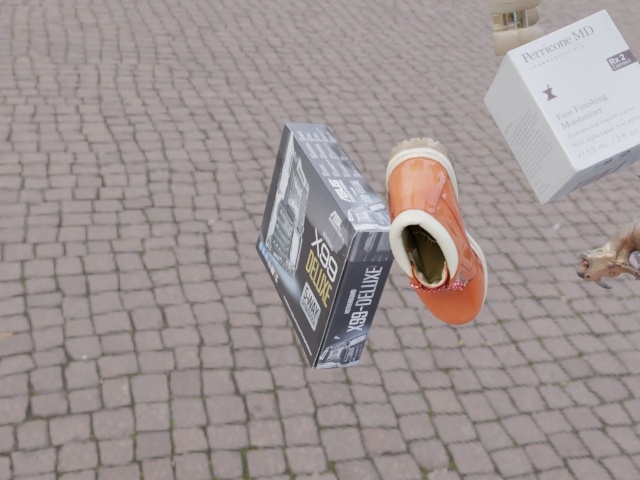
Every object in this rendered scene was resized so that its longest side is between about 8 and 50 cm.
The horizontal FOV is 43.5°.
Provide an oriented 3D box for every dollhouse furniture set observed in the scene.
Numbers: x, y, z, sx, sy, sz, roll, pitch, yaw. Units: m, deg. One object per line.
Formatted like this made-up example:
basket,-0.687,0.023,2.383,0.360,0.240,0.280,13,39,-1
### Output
dollhouse furniture set,0.392,-0.486,1.480,0.161,0.242,0.212,-6,25,15

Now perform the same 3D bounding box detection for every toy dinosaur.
toy dinosaur,0.596,0.011,1.342,0.296,0.200,0.127,18,34,42

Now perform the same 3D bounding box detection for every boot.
boot,0.078,0.017,0.547,0.059,0.158,0.084,-12,40,17

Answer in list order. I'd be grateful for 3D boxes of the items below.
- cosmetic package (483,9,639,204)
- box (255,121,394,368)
cosmetic package,0.340,-0.174,1.080,0.151,0.151,0.183,-25,78,-7
box,0.000,0.000,1.200,0.076,0.242,0.307,0,35,-24
